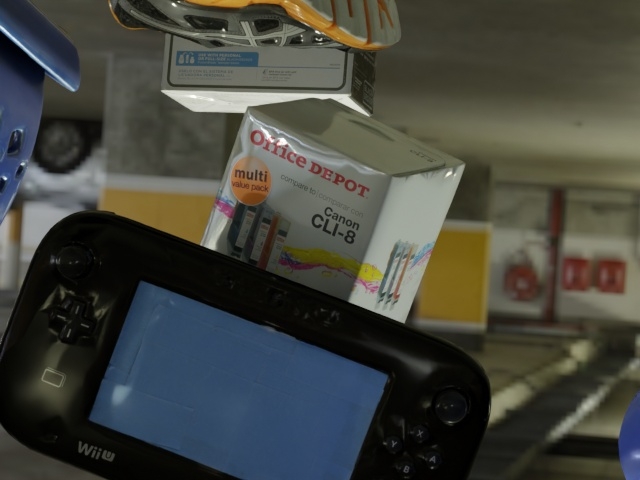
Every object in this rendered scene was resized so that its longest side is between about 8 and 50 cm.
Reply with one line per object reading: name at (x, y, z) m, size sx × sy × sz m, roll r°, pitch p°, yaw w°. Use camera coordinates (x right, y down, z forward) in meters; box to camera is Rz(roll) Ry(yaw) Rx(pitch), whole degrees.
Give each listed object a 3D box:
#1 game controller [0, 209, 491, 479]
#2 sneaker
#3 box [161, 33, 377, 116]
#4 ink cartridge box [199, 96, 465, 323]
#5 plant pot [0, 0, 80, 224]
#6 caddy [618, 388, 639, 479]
game controller at (-0.053, 0.102, 1.028) m, size 0.319 × 0.166 × 0.067 m, roll 21°, pitch 174°, yaw 1°
sneaker at (-0.038, -0.156, 0.985) m, size 0.215 × 0.084 × 0.083 m, roll 9°, pitch 152°, yaw -39°
box at (-0.034, -0.255, 1.309) m, size 0.169 × 0.289 × 0.087 m, roll 4°, pitch 174°, yaw 15°
ink cartridge box at (0.000, 0.000, 1.124) m, size 0.128 × 0.176 × 0.127 m, roll 27°, pitch -162°, yaw 23°
plant pot at (-0.361, -0.156, 1.340) m, size 0.236 × 0.212 × 0.236 m, roll 35°, pitch 177°, yaw 20°
caddy at (0.335, 0.141, 0.878) m, size 0.341 × 0.241 × 0.179 m, roll -3°, pitch 158°, yaw -43°
